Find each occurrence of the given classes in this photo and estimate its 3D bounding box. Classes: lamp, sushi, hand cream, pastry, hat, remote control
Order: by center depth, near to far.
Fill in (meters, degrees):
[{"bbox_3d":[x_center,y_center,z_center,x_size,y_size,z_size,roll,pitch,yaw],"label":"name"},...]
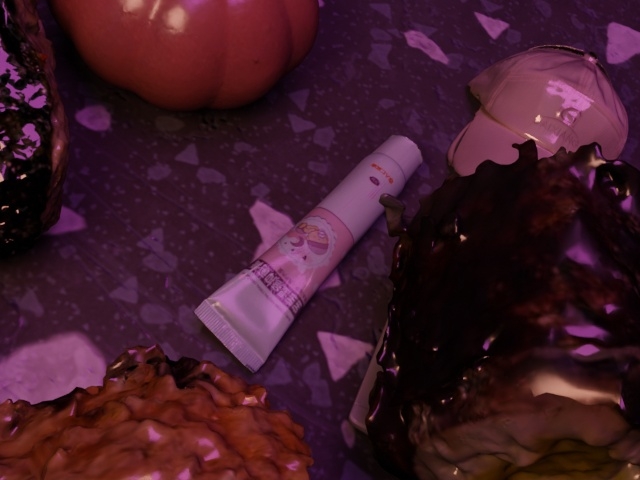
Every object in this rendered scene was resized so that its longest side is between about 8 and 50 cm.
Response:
[{"bbox_3d":[-0.129,0.295,0.615,0.337,0.292,0.405,-21,79,-20],"label":"pastry"},{"bbox_3d":[0.203,0.095,0.855,0.281,0.300,0.294,42,43,-41],"label":"sushi"},{"bbox_3d":[-0.331,-0.143,0.871,0.171,0.211,0.350,-2,65,-26],"label":"sushi"},{"bbox_3d":[0.075,0.125,0.952,0.050,0.027,0.184,30,49,-4],"label":"remote control"},{"bbox_3d":[0.000,0.000,0.991,0.085,0.058,0.331,48,59,-7],"label":"hand cream"},{"bbox_3d":[-0.140,-0.291,1.006,0.306,0.239,0.305,10,55,-15],"label":"lamp"},{"bbox_3d":[0.271,-0.132,1.120,0.220,0.164,0.226,31,32,2],"label":"hat"}]
